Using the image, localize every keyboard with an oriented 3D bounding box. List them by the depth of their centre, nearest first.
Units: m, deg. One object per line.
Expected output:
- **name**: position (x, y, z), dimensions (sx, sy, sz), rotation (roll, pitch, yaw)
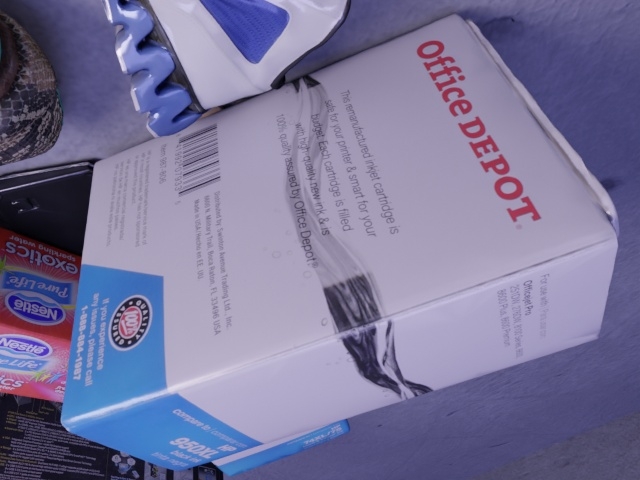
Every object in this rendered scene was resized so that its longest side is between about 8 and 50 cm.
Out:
- **keyboard**: position (-0.313, 0.036, 0.659), dimensions (0.202, 0.033, 0.317), rotation (-14, 140, -6)

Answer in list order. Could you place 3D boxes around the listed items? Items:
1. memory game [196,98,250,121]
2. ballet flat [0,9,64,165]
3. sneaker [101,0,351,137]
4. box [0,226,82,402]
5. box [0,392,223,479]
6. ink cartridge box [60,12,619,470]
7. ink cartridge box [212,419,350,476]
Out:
- **memory game**: position (-0.101, -0.081, 0.588), dimensions (0.186, 0.012, 0.186), rotation (-7, 139, -6)
- **ballet flat**: position (-0.448, -0.070, 0.391), dimensions (0.483, 0.164, 0.182), rotation (-11, 164, -14)
- **sneaker**: position (-0.074, -0.219, 0.361), dimensions (0.182, 0.127, 0.315), rotation (-13, 147, -5)
- **box**: position (-0.341, 0.081, 0.574), dimensions (0.123, 0.128, 0.257), rotation (-38, 136, 22)
- **box**: position (-0.312, 0.326, 0.774), dimensions (0.097, 0.318, 0.395), rotation (-31, 137, 23)
- **ink cartridge box**: position (0.000, 0.000, 0.476), dimensions (0.395, 0.285, 0.166), rotation (-20, 141, 9)
- **ink cartridge box**: position (-0.096, 0.163, 0.717), dimensions (0.197, 0.198, 0.270), rotation (-19, 141, -3)
